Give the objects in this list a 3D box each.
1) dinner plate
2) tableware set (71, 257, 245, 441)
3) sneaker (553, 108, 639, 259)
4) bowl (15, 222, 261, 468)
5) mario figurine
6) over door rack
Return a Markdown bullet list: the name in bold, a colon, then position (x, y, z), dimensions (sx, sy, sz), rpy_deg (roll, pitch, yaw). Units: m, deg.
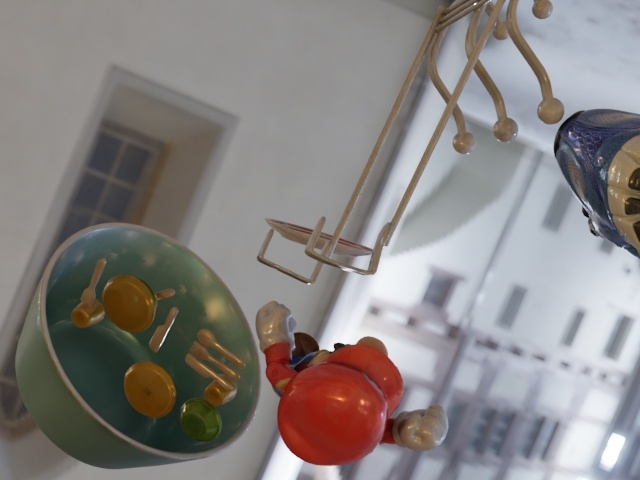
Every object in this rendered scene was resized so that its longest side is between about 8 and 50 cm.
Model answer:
- **dinner plate**: position (0.000, 0.000, 1.821), dimensions (0.141, 0.017, 0.141), rpy_deg (15, -176, -1)
- **tableware set**: position (-0.131, 0.088, 1.216), dimensions (0.154, 0.104, 0.024), rpy_deg (34, -152, 11)
- **sneaker**: position (0.306, -0.024, 1.249), dimensions (0.330, 0.130, 0.147), rpy_deg (33, -175, -42)
- **bowl**: position (-0.242, 0.150, 1.847), dimensions (0.311, 0.163, 0.311), rpy_deg (27, -135, -30)
- **mario figurine**: position (0.032, 0.150, 1.713), dimensions (0.198, 0.170, 0.320), rpy_deg (-3, -179, -7)
- **over door rack**: position (0.096, -0.085, 1.279), dimensions (0.108, 0.324, 0.239), rpy_deg (38, 170, -7)
